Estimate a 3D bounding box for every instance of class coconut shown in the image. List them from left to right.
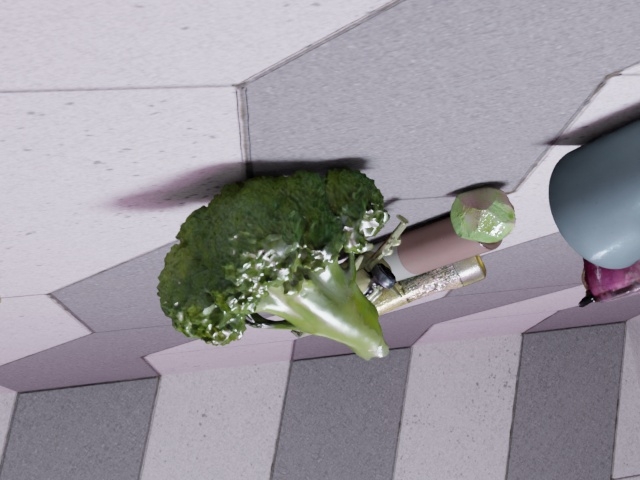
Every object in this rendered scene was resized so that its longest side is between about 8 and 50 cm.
[{"bbox_3d":[0.228,-0.035,1.758,0.081,0.083,0.082,1,-154,-40],"label":"coconut"}]

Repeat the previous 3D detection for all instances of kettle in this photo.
[{"bbox_3d":[0.422,-0.088,1.503,0.210,0.160,0.243,-24,174,-35],"label":"kettle"}]

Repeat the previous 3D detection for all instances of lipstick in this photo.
[{"bbox_3d":[0.166,0.011,1.969,0.070,0.070,0.254,0,166,-40],"label":"lipstick"}]

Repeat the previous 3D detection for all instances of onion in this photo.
[{"bbox_3d":[0.546,-0.020,1.897,0.349,0.159,0.267,-17,178,27],"label":"onion"}]

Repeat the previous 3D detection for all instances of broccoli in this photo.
[{"bbox_3d":[-0.034,0.009,1.546,0.302,0.186,0.254,1,126,-42],"label":"broccoli"}]

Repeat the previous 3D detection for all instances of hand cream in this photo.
[{"bbox_3d":[0.166,0.065,2.090,0.203,0.084,0.084,-26,167,6],"label":"hand cream"}]

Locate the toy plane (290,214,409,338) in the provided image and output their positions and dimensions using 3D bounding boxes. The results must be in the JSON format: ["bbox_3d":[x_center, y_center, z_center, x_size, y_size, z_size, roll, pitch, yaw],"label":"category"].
[{"bbox_3d":[0.058,0.053,1.801,0.229,0.092,0.244,-47,164,16],"label":"toy plane"}]

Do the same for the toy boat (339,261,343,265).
[{"bbox_3d":[0.137,0.042,2.143,0.229,0.080,0.046,-8,135,-6],"label":"toy boat"}]

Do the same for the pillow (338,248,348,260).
[{"bbox_3d":[0.000,0.000,1.809,0.169,0.059,0.255,-11,169,-4],"label":"pillow"}]
